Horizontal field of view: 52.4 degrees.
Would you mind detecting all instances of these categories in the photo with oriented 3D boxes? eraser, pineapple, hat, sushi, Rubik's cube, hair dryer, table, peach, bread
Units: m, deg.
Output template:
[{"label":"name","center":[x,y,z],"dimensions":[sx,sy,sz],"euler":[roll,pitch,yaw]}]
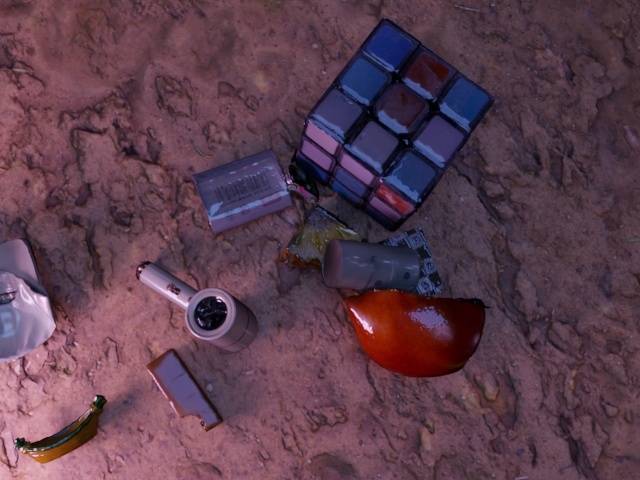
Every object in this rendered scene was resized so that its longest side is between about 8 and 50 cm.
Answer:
[{"label":"eraser","center":[-0.208,-0.134,1.741],"dimensions":[0.226,0.081,0.174],"euler":[-21,78,-8]},{"label":"pineapple","center":[0.000,0.000,1.731],"dimensions":[0.236,0.114,0.186],"euler":[-13,79,-18]},{"label":"hat","center":[-0.797,0.141,1.611],"dimensions":[0.257,0.168,0.302],"euler":[-14,55,-15]},{"label":"sushi","center":[0.215,0.076,1.759],"dimensions":[0.210,0.040,0.193],"euler":[-18,81,-9]},{"label":"Rubik's cube","center":[0.177,-0.273,1.669],"dimensions":[0.358,0.362,0.363],"euler":[38,76,5]},{"label":"hair dryer","center":[-0.336,0.144,1.636],"dimensions":[0.361,0.203,0.128],"euler":[29,80,18]},{"label":"table","center":[0.127,0.068,1.640],"dimensions":[0.219,0.126,0.127],"euler":[8,77,-22]},{"label":"peach","center":[0.227,0.236,1.615],"dimensions":[0.361,0.258,0.201],"euler":[8,77,-11]},{"label":"bread","center":[-0.342,0.385,1.639],"dimensions":[0.088,0.049,0.226],"euler":[-34,85,-11]}]

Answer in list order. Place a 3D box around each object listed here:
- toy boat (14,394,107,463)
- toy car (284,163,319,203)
[{"label":"toy boat","center":[-0.617,0.461,1.575],"dimensions":[0.229,0.089,0.088],"euler":[-27,103,-18]},{"label":"toy car","center":[-0.044,-0.152,1.736],"dimensions":[0.055,0.142,0.069],"euler":[-28,53,25]}]
